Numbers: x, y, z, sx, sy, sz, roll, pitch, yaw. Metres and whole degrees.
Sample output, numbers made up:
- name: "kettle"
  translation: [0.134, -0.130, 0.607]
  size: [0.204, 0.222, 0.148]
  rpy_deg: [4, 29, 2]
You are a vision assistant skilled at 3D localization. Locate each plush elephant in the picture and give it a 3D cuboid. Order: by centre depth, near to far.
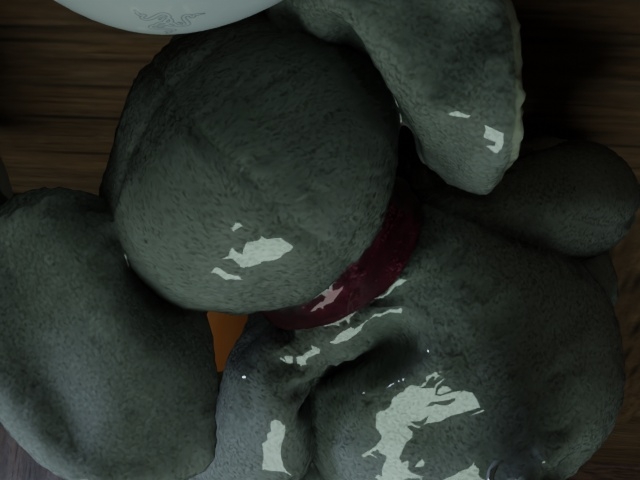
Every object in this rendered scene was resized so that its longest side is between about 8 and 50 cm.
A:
- name: "plush elephant"
  translation: [0.000, 0.000, 0.557]
  size: [0.272, 0.255, 0.330]
  rpy_deg: [-36, -162, 4]

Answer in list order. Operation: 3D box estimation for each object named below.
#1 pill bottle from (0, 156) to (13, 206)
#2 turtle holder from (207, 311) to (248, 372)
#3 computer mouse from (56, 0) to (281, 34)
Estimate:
- name: "pill bottle"
  translation: [-0.255, -0.020, 0.582]
  size: [0.204, 0.204, 0.361]
  rpy_deg: [4, 164, 1]
- name: "turtle holder"
  translation: [-0.007, 0.114, 0.958]
  size: [0.243, 0.227, 0.320]
  rpy_deg: [-6, 162, 32]
- name: "computer mouse"
  translation: [-0.102, -0.107, 0.413]
  size: [0.193, 0.042, 0.106]
  rpy_deg: [23, 169, 12]
